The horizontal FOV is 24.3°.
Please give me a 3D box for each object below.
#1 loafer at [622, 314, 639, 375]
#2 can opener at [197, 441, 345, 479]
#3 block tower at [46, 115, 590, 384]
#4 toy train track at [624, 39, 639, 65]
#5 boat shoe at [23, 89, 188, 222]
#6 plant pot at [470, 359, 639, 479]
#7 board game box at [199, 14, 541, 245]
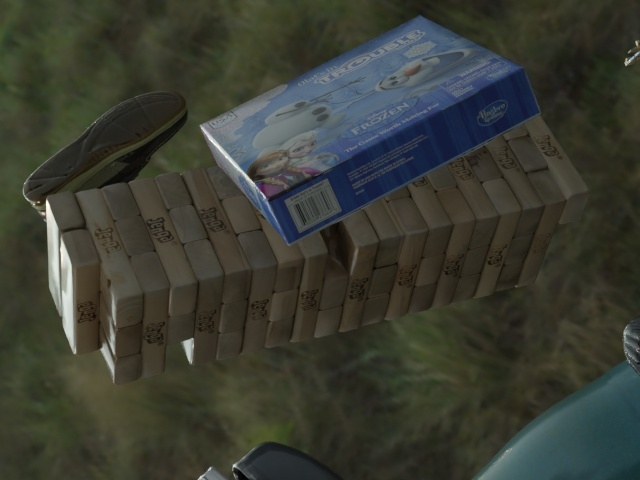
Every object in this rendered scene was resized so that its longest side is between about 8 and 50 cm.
[{"bbox_3d":[0.343,0.104,1.154,0.223,0.078,0.076,19,129,33],"label":"loafer"},{"bbox_3d":[0.044,0.200,0.801,0.283,0.076,0.095,33,57,30],"label":"can opener"},{"bbox_3d":[0.000,0.000,0.957,0.097,0.335,0.091,101,150,-50],"label":"block tower"},{"bbox_3d":[0.357,-0.214,1.655,0.083,0.048,0.014,127,129,-74],"label":"toy train track"},{"bbox_3d":[-0.172,-0.067,1.222,0.152,0.049,0.056,-34,46,-10],"label":"boat shoe"},{"bbox_3d":[0.252,0.272,1.373,0.255,0.272,0.272,-26,30,2],"label":"plant pot"},{"bbox_3d":[0.013,-0.040,0.491,0.090,0.020,0.090,-28,24,-8],"label":"board game box"}]
